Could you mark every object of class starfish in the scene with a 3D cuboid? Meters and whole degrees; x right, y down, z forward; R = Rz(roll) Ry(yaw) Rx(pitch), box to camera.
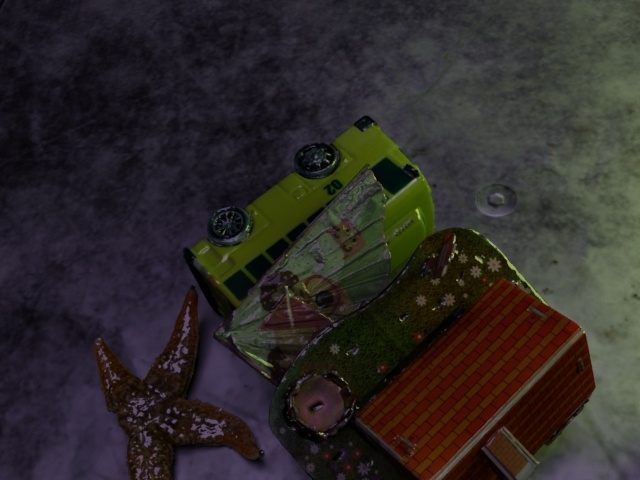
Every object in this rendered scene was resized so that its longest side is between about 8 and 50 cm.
[{"bbox_3d":[-0.145,0.181,0.901,0.138,0.050,0.247,-26,65,-5],"label":"starfish"}]

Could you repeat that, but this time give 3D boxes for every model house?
[{"bbox_3d":[0.118,0.122,0.774,0.294,0.154,0.207,-41,91,-17],"label":"model house"}]

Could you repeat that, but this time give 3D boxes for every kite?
[{"bbox_3d":[0.028,0.080,0.855,0.268,0.013,0.322,-2,81,-10],"label":"kite"}]

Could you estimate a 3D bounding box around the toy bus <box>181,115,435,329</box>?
[{"bbox_3d":[0.000,0.000,0.950,0.262,0.128,0.150,-38,58,-14],"label":"toy bus"}]
